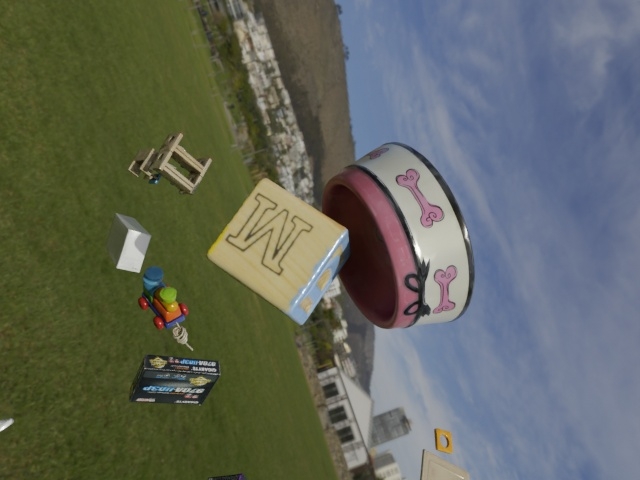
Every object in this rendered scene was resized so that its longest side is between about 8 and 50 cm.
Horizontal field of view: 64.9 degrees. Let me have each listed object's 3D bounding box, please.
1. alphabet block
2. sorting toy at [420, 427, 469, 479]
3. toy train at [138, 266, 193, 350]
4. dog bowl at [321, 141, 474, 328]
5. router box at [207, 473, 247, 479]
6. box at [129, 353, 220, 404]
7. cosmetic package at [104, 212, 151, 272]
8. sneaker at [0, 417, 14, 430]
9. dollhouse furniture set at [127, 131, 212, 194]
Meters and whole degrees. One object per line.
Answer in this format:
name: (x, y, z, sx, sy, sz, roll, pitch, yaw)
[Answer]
alphabet block: (-0.073, 0.028, 0.997, 0.197, 0.193, 0.192, 33, -12, 13)
sorting toy: (0.341, 0.712, 1.418, 0.196, 0.047, 0.348, 34, 45, -17)
toy train: (-0.441, 0.196, 1.485, 0.248, 0.105, 0.143, 42, -38, 25)
dog bowl: (0.139, 0.007, 1.076, 0.408, 0.150, 0.408, 161, -90, -73)
router box: (-0.291, 0.866, 1.707, 0.046, 0.133, 0.179, -81, 154, -55)
box: (-0.427, 0.412, 1.475, 0.175, 0.220, 0.051, -57, -146, 33)
cosmetic package: (-0.493, 0.001, 1.283, 0.239, 0.060, 0.099, 25, -82, 58)
sneaker: (-1.104, 0.615, 1.668, 0.053, 0.152, 0.061, 163, -88, -72)
dollhouse furniture set: (-0.444, -0.225, 1.487, 0.183, 0.129, 0.129, 6, -27, 42)
